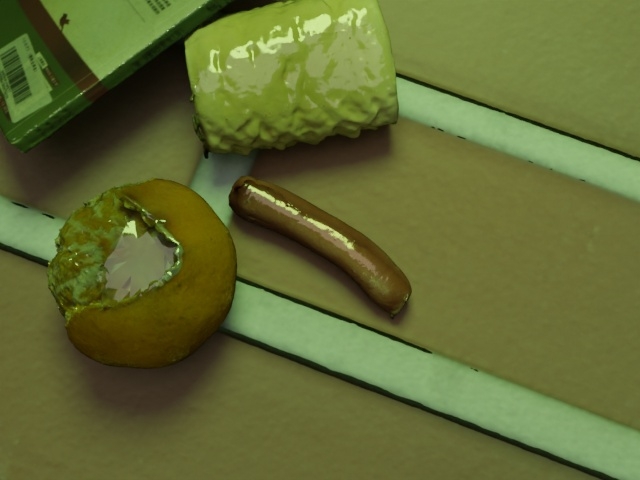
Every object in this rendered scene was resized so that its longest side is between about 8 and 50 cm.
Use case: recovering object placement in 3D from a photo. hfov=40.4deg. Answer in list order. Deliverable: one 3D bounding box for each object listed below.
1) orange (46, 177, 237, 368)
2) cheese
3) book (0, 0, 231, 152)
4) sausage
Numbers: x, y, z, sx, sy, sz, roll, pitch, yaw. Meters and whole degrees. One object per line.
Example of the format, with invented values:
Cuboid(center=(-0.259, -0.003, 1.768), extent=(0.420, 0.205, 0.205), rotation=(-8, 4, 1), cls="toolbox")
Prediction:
Cuboid(center=(-0.141, 0.024, 0.690), extent=(0.157, 0.134, 0.156), rotation=(2, 76, -10), cls="orange")
Cuboid(center=(-0.025, -0.139, 0.725), extent=(0.167, 0.094, 0.123), rotation=(-11, 80, 1), cls="cheese")
Cuboid(center=(-0.175, -0.220, 0.738), extent=(0.289, 0.026, 0.201), rotation=(-35, 56, -2), cls="book")
Cuboid(center=(0.000, 0.000, 0.732), extent=(0.177, 0.040, 0.047), rotation=(32, 83, 5), cls="sausage")
